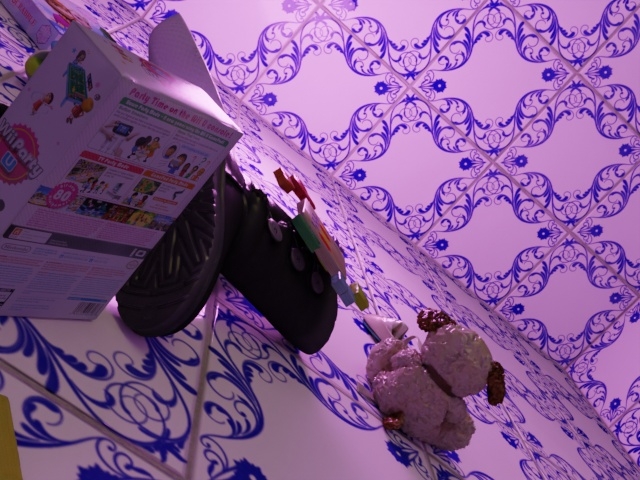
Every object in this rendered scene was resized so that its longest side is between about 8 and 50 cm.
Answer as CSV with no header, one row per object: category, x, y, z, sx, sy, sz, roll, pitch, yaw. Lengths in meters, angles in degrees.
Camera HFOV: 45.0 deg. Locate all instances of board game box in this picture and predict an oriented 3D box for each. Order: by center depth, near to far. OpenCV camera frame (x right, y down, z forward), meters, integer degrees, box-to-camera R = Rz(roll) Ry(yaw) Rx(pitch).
board game box,-0.257,-0.055,0.840,0.097,0.303,0.224,47,13,22
board game box,-0.614,-0.512,1.888,0.318,0.066,0.318,47,13,24

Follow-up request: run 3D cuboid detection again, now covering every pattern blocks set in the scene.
pattern blocks set,0.000,0.000,1.341,0.285,0.026,0.325,58,6,-1

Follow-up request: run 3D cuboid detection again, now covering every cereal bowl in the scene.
cereal bowl,-0.357,-0.402,2.001,0.339,0.141,0.339,155,-90,-83

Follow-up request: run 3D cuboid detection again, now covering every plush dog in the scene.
plush dog,0.216,0.253,1.442,0.262,0.225,0.210,46,12,15

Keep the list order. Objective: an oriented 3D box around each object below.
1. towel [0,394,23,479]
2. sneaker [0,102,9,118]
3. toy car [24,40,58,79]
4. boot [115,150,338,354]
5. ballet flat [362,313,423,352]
towel,-0.341,0.136,0.592,0.237,0.021,0.102,31,22,-46
sneaker,-0.375,-0.082,0.942,0.130,0.147,0.330,42,11,0
toy car,-0.466,-0.310,1.476,0.182,0.136,0.159,32,16,-40
boot,-0.117,0.069,1.223,0.445,0.146,0.367,56,35,-50
ballet flat,0.182,0.232,1.763,0.086,0.086,0.248,31,16,-42
